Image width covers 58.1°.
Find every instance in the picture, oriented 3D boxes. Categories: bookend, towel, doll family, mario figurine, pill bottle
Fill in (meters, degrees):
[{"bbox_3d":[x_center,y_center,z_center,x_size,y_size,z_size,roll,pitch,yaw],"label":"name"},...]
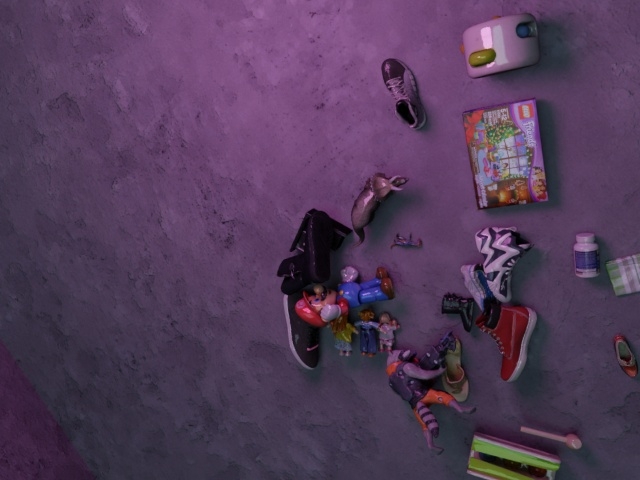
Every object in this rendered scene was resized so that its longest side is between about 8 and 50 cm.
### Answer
[{"bbox_3d":[0.000,0.000,1.937,0.156,0.072,0.157,30,113,10],"label":"bookend"},{"bbox_3d":[0.907,0.093,1.645,0.152,0.023,0.113,-18,97,24],"label":"towel"},{"bbox_3d":[0.130,0.306,1.946,0.262,0.118,0.163,0,105,21],"label":"doll family"},{"bbox_3d":[0.068,0.164,1.856,0.320,0.198,0.170,-20,77,-1],"label":"mario figurine"},{"bbox_3d":[0.766,0.042,1.660,0.067,0.067,0.120,-4,103,22],"label":"pill bottle"}]

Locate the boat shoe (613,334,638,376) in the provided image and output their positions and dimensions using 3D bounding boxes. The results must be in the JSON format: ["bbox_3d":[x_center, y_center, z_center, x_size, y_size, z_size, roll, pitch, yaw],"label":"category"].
[{"bbox_3d":[0.904,0.346,1.705,0.049,0.043,0.137,-20,98,22],"label":"boat shoe"}]

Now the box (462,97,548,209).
[{"bbox_3d":[0.534,-0.245,1.663,0.200,0.057,0.293,-8,106,22],"label":"box"}]

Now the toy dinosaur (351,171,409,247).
[{"bbox_3d":[0.146,-0.110,1.803,0.121,0.160,0.314,40,114,7],"label":"toy dinosaur"}]

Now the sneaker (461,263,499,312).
[{"bbox_3d":[0.494,0.150,1.804,0.083,0.071,0.191,8,126,59],"label":"sneaker"}]

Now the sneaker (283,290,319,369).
[{"bbox_3d":[-0.031,0.313,2.001,0.146,0.104,0.296,-7,99,42],"label":"sneaker"}]

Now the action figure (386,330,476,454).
[{"bbox_3d":[0.333,0.456,1.839,0.330,0.178,0.341,47,128,39],"label":"action figure"}]

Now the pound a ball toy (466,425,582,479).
[{"bbox_3d":[0.654,0.689,1.867,0.319,0.136,0.208,11,83,18],"label":"pound a ball toy"}]

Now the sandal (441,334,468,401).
[{"bbox_3d":[0.432,0.436,1.889,0.088,0.079,0.240,-3,104,21],"label":"sandal"}]

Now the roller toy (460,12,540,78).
[{"bbox_3d":[0.481,-0.525,1.545,0.191,0.209,0.146,-10,100,10],"label":"roller toy"}]

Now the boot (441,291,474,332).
[{"bbox_3d":[0.438,0.230,1.850,0.099,0.045,0.121,5,99,17],"label":"boot"}]

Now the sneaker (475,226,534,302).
[{"bbox_3d":[0.572,0.064,1.724,0.153,0.094,0.235,-17,88,32],"label":"sneaker"}]

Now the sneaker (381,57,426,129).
[{"bbox_3d":[0.238,-0.432,1.694,0.086,0.132,0.229,-27,94,25],"label":"sneaker"}]

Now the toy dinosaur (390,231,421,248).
[{"bbox_3d":[0.280,0.004,1.862,0.082,0.047,0.090,25,145,4],"label":"toy dinosaur"}]

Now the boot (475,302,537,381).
[{"bbox_3d":[0.546,0.313,1.774,0.176,0.088,0.244,8,102,-9],"label":"boot"}]

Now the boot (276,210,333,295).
[{"bbox_3d":[-0.058,0.043,1.869,0.207,0.094,0.247,-21,62,47],"label":"boot"}]
